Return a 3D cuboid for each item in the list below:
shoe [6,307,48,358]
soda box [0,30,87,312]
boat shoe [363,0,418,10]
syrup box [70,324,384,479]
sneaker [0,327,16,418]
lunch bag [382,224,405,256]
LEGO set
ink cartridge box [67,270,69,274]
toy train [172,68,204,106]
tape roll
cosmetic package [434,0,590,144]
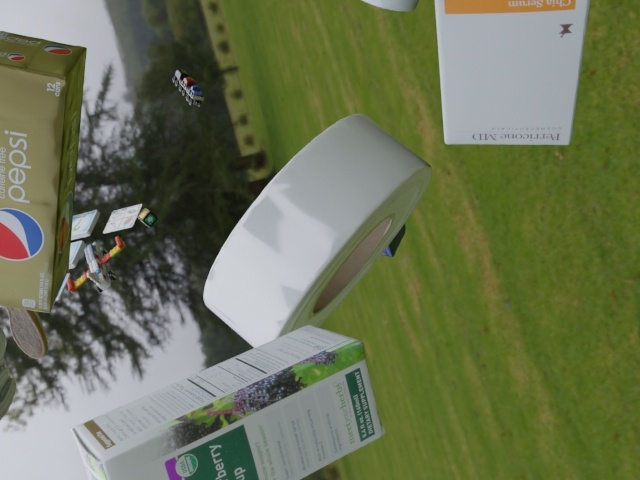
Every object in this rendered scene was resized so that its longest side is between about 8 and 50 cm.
[{"bbox_3d":[-0.638,0.150,1.675,0.219,0.077,0.058,66,-156,-6],"label":"shoe"},{"bbox_3d":[-0.200,-0.043,0.527,0.061,0.058,0.181,-96,17,-58],"label":"soda box"},{"bbox_3d":[0.071,-0.425,1.050,0.335,0.121,0.119,-102,26,-47],"label":"boat shoe"},{"bbox_3d":[-0.073,0.161,0.652,0.096,0.237,0.093,9,116,58],"label":"syrup box"},{"bbox_3d":[-0.387,0.158,0.865,0.111,0.103,0.252,56,149,-5],"label":"sneaker"},{"bbox_3d":[0.129,-0.013,1.624,0.098,0.065,0.067,-60,-33,-33],"label":"lunch bag"},{"bbox_3d":[-0.378,0.007,1.271,0.060,0.244,0.182,47,-133,-39],"label":"LEGO set"},{"bbox_3d":[-0.659,0.006,1.537,0.060,0.239,0.275,-107,5,-59],"label":"ink cartridge box"},{"bbox_3d":[-0.260,-0.304,1.534,0.158,0.027,0.036,51,127,51],"label":"toy train"},{"bbox_3d":[0.000,0.000,0.876,0.100,0.286,0.286,39,163,10],"label":"tape roll"},{"bbox_3d":[0.306,-0.357,1.253,0.453,0.230,0.161,71,-155,-55],"label":"cosmetic package"}]
